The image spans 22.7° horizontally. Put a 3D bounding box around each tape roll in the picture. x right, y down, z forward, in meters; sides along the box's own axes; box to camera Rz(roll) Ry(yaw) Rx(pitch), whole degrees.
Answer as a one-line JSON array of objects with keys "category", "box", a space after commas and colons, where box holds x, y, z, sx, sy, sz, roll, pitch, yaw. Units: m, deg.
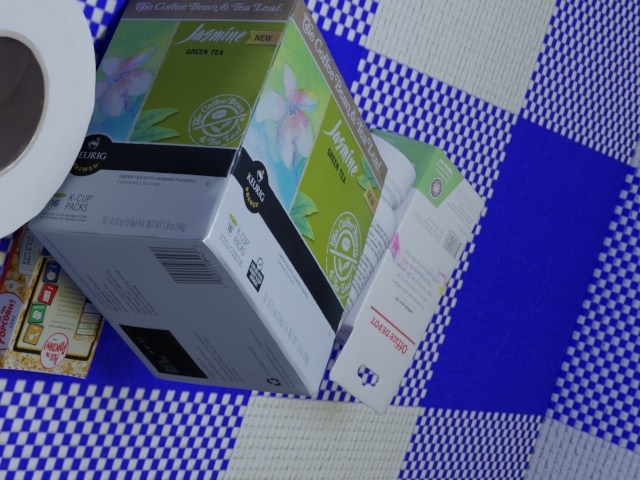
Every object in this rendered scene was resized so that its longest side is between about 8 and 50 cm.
[{"category": "tape roll", "box": [-0.348, -0.141, 1.527, 0.286, 0.100, 0.286, -32, 132, -43]}]

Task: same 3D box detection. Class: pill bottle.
[{"category": "pill bottle", "box": [0.000, 0.000, 2.063, 0.283, 0.160, 0.160, -59, 146, -17]}]

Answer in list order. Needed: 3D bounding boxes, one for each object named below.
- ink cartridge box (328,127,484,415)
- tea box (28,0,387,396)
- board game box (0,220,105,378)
[{"category": "ink cartridge box", "box": [0.082, 0.047, 2.249, 0.353, 0.119, 0.207, -64, 148, -11]}, {"category": "tea box", "box": [-0.107, -0.050, 1.761, 0.329, 0.220, 0.323, 59, 42, -51]}, {"category": "board game box", "box": [-0.290, 0.051, 1.768, 0.147, 0.045, 0.193, 18, 92, -58]}]
